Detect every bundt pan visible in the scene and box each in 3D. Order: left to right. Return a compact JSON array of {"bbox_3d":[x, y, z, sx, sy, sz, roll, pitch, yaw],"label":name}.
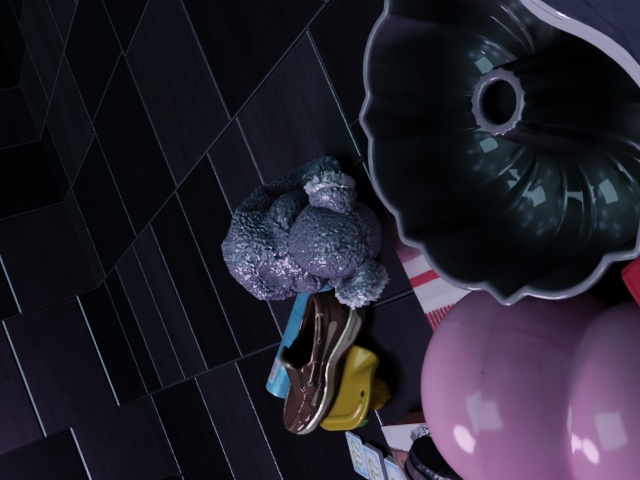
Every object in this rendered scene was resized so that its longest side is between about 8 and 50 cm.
[{"bbox_3d":[0.186,-0.118,0.654,0.331,0.124,0.331,14,108,49],"label":"bundt pan"}]

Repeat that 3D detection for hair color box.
[{"bbox_3d":[0.159,0.283,1.059,0.167,0.053,0.093,-32,80,62],"label":"hair color box"}]

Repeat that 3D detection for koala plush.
[{"bbox_3d":[0.000,0.000,1.002,0.221,0.203,0.196,3,110,59],"label":"koala plush"}]

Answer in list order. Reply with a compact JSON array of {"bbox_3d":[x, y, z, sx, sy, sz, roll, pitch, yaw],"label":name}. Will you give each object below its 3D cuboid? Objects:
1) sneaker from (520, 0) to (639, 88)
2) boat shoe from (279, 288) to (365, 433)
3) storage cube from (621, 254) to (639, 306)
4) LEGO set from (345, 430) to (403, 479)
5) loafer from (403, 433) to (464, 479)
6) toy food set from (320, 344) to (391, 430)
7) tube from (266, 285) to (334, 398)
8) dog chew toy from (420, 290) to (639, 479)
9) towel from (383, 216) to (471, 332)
[{"bbox_3d":[0.181,-0.167,0.423,0.226,0.086,0.163,50,176,24],"label":"sneaker"},{"bbox_3d":[-0.023,0.183,1.182,0.095,0.095,0.257,50,125,56],"label":"boat shoe"},{"bbox_3d":[0.329,0.022,0.432,0.215,0.183,0.193,62,162,20],"label":"storage cube"},{"bbox_3d":[0.096,0.455,1.271,0.182,0.060,0.244,11,117,61],"label":"LEGO set"},{"bbox_3d":[0.231,0.280,0.857,0.302,0.109,0.095,22,123,33],"label":"loafer"},{"bbox_3d":[0.046,0.234,1.219,0.218,0.071,0.128,-23,62,58],"label":"toy food set"},{"bbox_3d":[-0.035,0.156,1.267,0.080,0.052,0.207,32,108,43],"label":"tube"},{"bbox_3d":[0.255,0.137,0.654,0.331,0.206,0.207,3,111,38],"label":"dog chew toy"},{"bbox_3d":[0.209,0.086,0.875,0.237,0.037,0.329,-32,81,58],"label":"towel"}]
